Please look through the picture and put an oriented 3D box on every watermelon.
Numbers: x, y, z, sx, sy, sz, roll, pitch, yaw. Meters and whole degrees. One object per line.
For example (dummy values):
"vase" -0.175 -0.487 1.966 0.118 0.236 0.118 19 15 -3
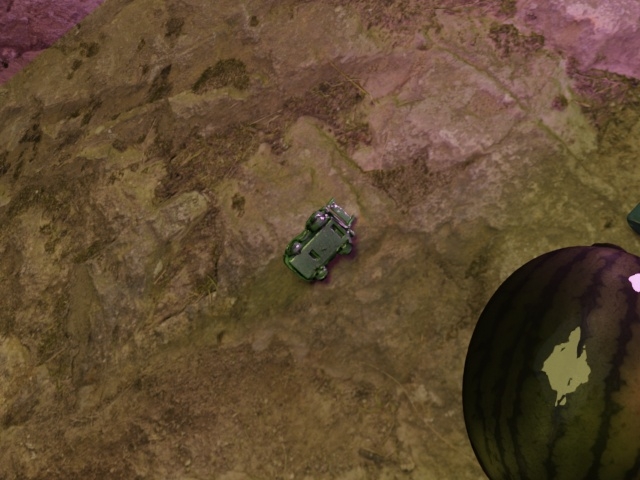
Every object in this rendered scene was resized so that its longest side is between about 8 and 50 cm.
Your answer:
"watermelon" 0.322 0.160 0.886 0.278 0.279 0.360 13 70 38

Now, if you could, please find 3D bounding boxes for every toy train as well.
"toy train" 0.000 0.000 1.338 0.149 0.099 0.081 -48 14 6

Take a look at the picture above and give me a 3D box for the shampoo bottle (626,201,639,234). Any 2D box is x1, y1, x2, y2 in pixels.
"shampoo bottle" 0.566 -0.100 1.044 0.258 0.061 0.104 -48 51 -3
